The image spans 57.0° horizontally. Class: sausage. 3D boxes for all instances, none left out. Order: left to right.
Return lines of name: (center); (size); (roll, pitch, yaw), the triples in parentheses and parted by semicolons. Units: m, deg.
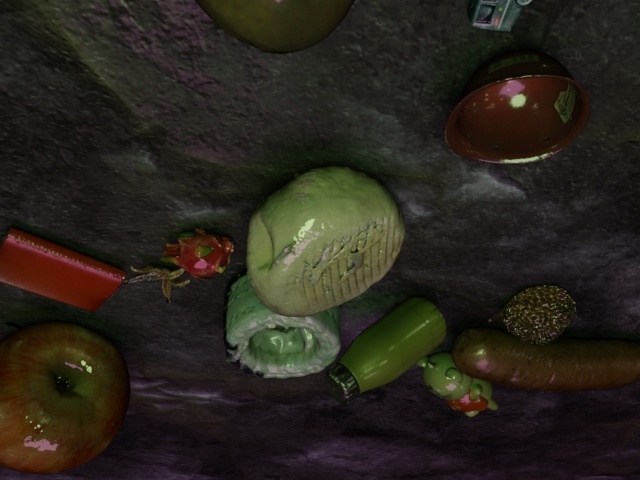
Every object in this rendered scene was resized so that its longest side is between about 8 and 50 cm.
sausage: (0.526, 0.274, 1.334); (0.501, 0.123, 0.136); (7, 110, -14)

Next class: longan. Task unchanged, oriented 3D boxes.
longan: (-0.049, -0.276, 0.584); (0.189, 0.189, 0.189); (-3, 141, -2)

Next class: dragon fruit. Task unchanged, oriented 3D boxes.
dragon fruit: (-0.206, 0.022, 0.988); (0.116, 0.081, 0.086); (7, 150, -15)

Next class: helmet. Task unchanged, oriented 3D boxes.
helmet: (0.243, -0.181, 0.763); (0.175, 0.106, 0.155); (-18, 140, 21)

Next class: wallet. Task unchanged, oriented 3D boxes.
wallet: (-0.462, 0.054, 1.028); (0.204, 0.045, 0.142); (26, 133, -32)

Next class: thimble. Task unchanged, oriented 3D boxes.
thimble: (-0.069, 0.145, 1.096); (0.237, 0.150, 0.237); (-3, 139, -2)

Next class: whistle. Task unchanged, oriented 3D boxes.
whistle: (0.335, 0.347, 1.400); (0.288, 0.106, 0.131); (39, 164, -35)

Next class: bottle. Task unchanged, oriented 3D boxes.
bottle: (0.122, 0.213, 1.133); (0.260, 0.112, 0.112); (-31, 150, -28)

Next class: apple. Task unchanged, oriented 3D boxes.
apple: (-0.527, 0.309, 1.147); (0.302, 0.301, 0.301); (-3, 141, -2)

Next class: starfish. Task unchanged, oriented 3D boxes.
starfish: (-0.289, 0.072, 1.073); (0.133, 0.041, 0.130); (9, 150, 6)

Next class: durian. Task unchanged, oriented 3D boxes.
durian: (0.442, 0.167, 1.218); (0.189, 0.091, 0.148); (-2, 140, 0)

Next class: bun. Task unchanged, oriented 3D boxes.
bun: (0.003, -0.004, 0.910); (0.273, 0.168, 0.273); (-21, 145, -16)

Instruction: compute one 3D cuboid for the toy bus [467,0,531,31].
toy bus: (0.211, -0.314, 0.647); (0.065, 0.047, 0.166); (3, 141, -4)
